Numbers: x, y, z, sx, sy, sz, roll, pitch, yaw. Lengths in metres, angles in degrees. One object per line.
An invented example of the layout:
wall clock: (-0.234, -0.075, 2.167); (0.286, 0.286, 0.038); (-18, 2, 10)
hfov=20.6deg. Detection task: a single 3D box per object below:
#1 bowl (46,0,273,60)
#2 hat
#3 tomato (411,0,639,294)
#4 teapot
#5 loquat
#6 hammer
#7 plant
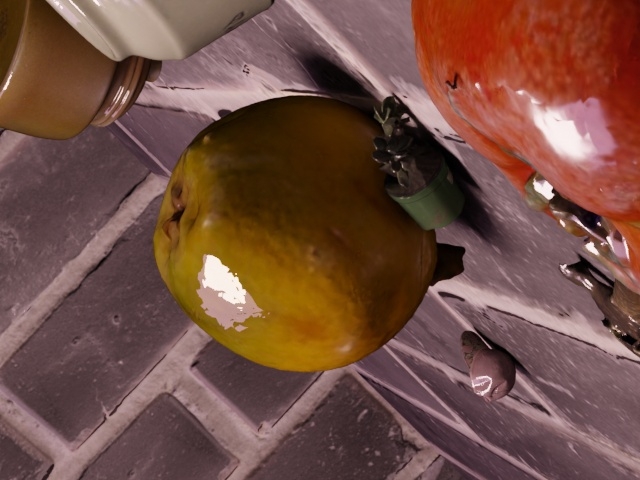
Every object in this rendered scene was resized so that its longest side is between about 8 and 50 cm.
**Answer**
bowl: (-0.146, -0.206, 1.261); (0.211, 0.112, 0.211); (44, 173, 7)
hat: (0.173, 0.121, 1.775); (0.058, 0.042, 0.087); (51, -156, -32)
tomato: (0.125, -0.046, 0.714); (0.237, 0.095, 0.237); (42, 174, 6)
teapot: (-0.227, -0.189, 1.667); (0.175, 0.185, 0.268); (10, 161, -31)
loquat: (0.000, 0.000, 1.333); (0.246, 0.213, 0.213); (12, -172, -25)
hammer: (0.185, 0.015, 1.046); (0.125, 0.027, 0.297); (42, 173, 19)
plant: (0.062, -0.055, 1.237); (0.102, 0.051, 0.051); (53, 169, -32)
